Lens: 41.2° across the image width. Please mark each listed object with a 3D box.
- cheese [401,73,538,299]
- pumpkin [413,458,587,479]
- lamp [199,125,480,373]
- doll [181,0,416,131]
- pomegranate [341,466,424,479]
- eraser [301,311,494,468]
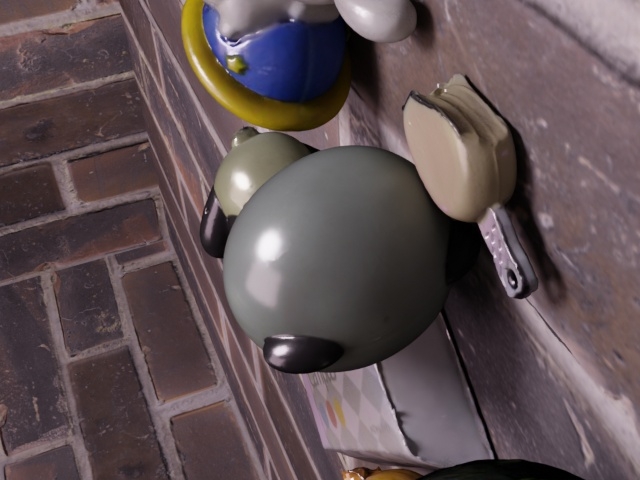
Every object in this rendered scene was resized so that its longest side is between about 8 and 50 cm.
[{"bbox_3d":[0.110,-0.044,0.597,0.092,0.047,0.171,88,160,-52],"label":"cheese"},{"bbox_3d":[0.127,0.300,0.522,0.323,0.241,0.323,165,90,-74],"label":"pumpkin"},{"bbox_3d":[0.000,0.000,0.712,0.244,0.197,0.198,42,147,47],"label":"lamp"},{"bbox_3d":[-0.057,-0.246,0.775,0.242,0.159,0.311,112,141,-69],"label":"doll"},{"bbox_3d":[0.075,0.330,0.894,0.191,0.191,0.191,164,90,-76],"label":"pomegranate"},{"bbox_3d":[0.055,0.164,0.959,0.397,0.082,0.213,128,125,-73],"label":"eraser"}]
